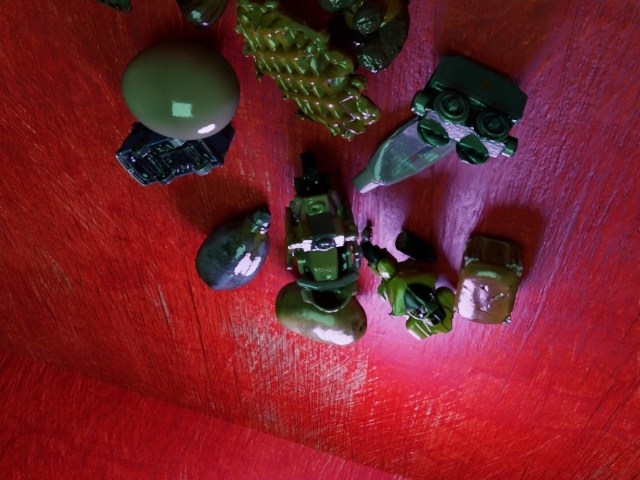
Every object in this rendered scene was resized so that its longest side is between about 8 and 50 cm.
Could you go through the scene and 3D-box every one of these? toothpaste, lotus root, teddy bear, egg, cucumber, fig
[{"bbox_3d":[0.167,-0.172,1.641,0.099,0.068,0.282,8,150,-40],"label":"toothpaste"},{"bbox_3d":[-0.209,0.028,2.068,0.158,0.140,0.322,30,144,-13],"label":"lotus root"},{"bbox_3d":[0.061,-0.385,1.323,0.140,0.177,0.190,-39,127,3],"label":"teddy bear"},{"bbox_3d":[-0.272,-0.289,1.592,0.254,0.188,0.188,10,146,29],"label":"egg"},{"bbox_3d":[0.223,0.020,1.894,0.105,0.048,0.048,27,147,-14],"label":"cucumber"},{"bbox_3d":[-0.189,-0.431,1.456,0.125,0.089,0.089,-30,126,18],"label":"fig"}]

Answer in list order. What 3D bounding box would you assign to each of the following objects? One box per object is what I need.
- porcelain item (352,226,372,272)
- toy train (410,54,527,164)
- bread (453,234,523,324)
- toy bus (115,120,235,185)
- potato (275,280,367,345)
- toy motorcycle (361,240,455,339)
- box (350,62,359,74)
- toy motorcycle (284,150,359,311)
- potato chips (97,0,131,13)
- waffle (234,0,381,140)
[{"bbox_3d":[0.103,0.027,1.960,0.021,0.075,0.136,28,110,23],"label":"porcelain item"},{"bbox_3d":[0.255,-0.222,1.422,0.198,0.154,0.107,24,151,-3],"label":"toy train"},{"bbox_3d":[0.376,0.097,1.866,0.136,0.107,0.241,11,147,11],"label":"bread"},{"bbox_3d":[-0.312,-0.208,1.785,0.234,0.133,0.116,-10,136,32],"label":"toy bus"},{"bbox_3d":[0.004,0.186,2.168,0.228,0.148,0.197,3,130,23],"label":"potato"},{"bbox_3d":[0.218,0.124,1.918,0.142,0.206,0.342,-37,142,8],"label":"toy motorcycle"},{"bbox_3d":[0.019,-0.295,1.570,0.090,0.023,0.133,18,147,3],"label":"box"},{"bbox_3d":[0.000,0.000,1.828,0.169,0.237,0.410,-11,143,-1],"label":"toy motorcycle"},{"bbox_3d":[-0.394,-0.505,1.494,0.202,0.029,0.220,42,144,-25],"label":"potato chips"},{"bbox_3d":[-0.029,-0.293,1.441,0.325,0.068,0.302,41,169,17],"label":"waffle"}]
